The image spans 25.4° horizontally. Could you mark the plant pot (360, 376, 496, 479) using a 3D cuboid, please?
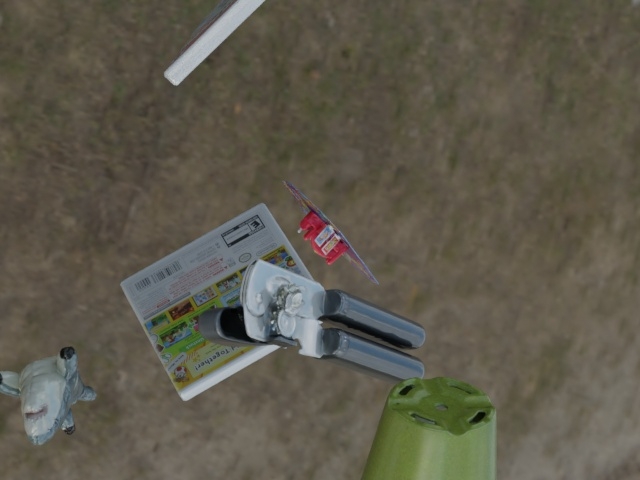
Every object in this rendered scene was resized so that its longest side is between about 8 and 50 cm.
[{"bbox_3d":[0.053,0.110,0.670,0.083,0.083,0.079,-23,128,-48],"label":"plant pot"}]

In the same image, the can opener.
[{"bbox_3d":[0.002,0.083,1.361,0.280,0.093,0.074,21,67,-47],"label":"can opener"}]

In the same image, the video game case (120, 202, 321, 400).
[{"bbox_3d":[-0.127,0.078,1.884,0.227,0.206,0.026,-29,146,-6],"label":"video game case"}]

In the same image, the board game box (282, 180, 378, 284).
[{"bbox_3d":[0.000,0.000,1.696,0.033,0.133,0.168,-43,137,-6],"label":"board game box"}]

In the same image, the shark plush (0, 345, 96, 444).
[{"bbox_3d":[-0.224,0.134,1.178,0.161,0.073,0.067,121,-51,-81],"label":"shark plush"}]

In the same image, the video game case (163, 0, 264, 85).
[{"bbox_3d":[-0.097,-0.305,1.792,0.204,0.025,0.285,-42,-168,18],"label":"video game case"}]
